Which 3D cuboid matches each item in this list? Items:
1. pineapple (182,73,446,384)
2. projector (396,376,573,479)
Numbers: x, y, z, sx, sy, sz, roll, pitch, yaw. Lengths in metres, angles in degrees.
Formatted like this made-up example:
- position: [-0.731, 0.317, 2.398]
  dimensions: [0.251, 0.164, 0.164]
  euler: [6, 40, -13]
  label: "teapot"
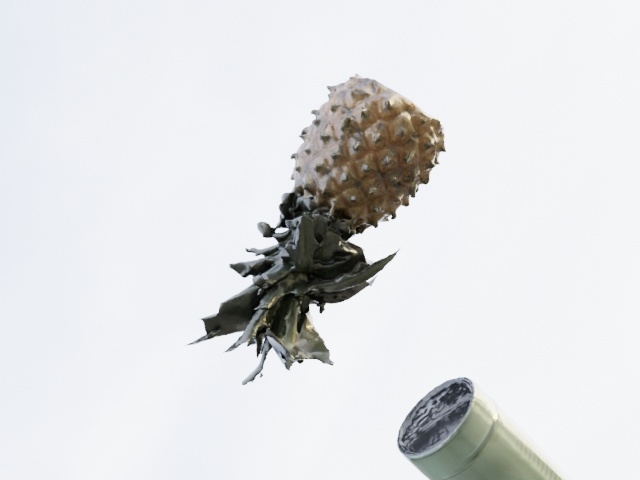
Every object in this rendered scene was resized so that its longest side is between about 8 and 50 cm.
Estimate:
- position: [0.002, 0.001, 1.702]
  dimensions: [0.165, 0.165, 0.364]
  euler: [34, -97, -53]
  label: "pineapple"
- position: [0.225, 0.283, 1.594]
  dimensions: [0.108, 0.108, 0.337]
  euler: [-41, -69, 11]
  label: "projector"
